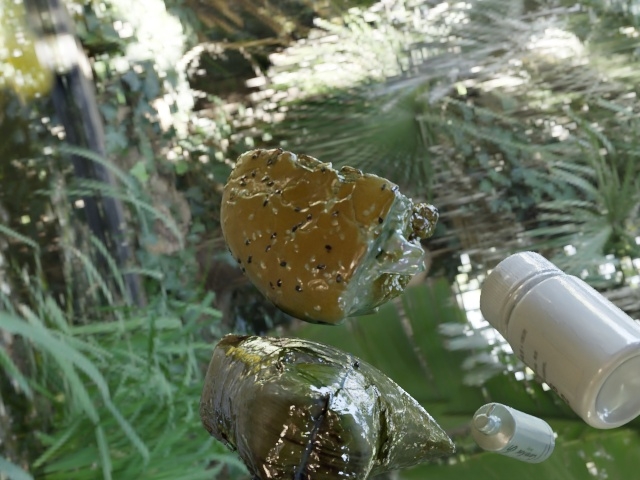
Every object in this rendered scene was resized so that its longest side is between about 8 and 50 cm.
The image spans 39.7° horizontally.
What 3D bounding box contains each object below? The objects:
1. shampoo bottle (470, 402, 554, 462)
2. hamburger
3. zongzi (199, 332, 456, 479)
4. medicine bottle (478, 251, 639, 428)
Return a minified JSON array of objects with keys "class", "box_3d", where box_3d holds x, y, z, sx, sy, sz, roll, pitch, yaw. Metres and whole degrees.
[{"class":"shampoo bottle","box_3d":[0.334,0.340,1.570,0.262,0.085,0.085,29,39,-53]},{"class":"hamburger","box_3d":[0.000,0.000,1.026,0.288,0.192,0.167,19,-11,39]},{"class":"zongzi","box_3d":[0.060,0.226,1.002,0.160,0.360,0.323,-68,-163,-2]},{"class":"medicine bottle","box_3d":[0.332,0.125,1.196,0.252,0.144,0.145,48,-25,49]}]
